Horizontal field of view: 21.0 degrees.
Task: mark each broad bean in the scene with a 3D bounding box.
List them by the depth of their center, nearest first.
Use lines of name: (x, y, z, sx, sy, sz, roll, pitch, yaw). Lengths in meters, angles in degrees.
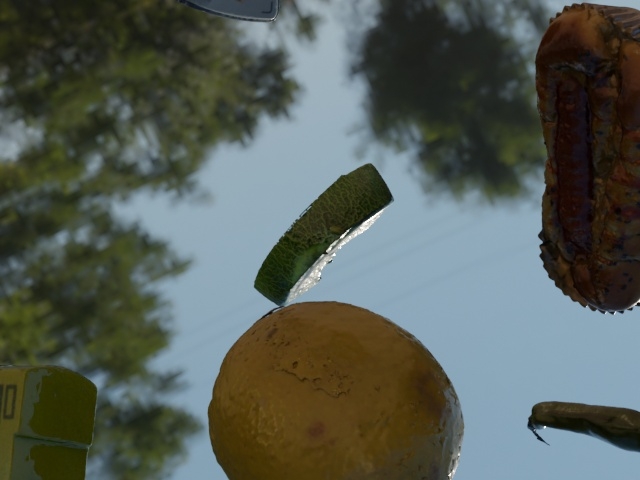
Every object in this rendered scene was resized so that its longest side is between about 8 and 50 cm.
broad bean: (0.392, 0.256, 2.348, 0.318, 0.098, 0.056, -1, -120, 56)

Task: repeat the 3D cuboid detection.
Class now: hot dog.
hot dog: (0.213, -0.055, 1.273, 0.069, 0.253, 0.131, -28, -140, -35)

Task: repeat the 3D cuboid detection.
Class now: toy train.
toy train: (-0.406, 0.248, 1.795, 0.369, 0.237, 0.150, -3, 166, 35)

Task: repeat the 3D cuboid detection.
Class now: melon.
melon: (0.000, 0.000, 2.189, 0.209, 0.064, 0.118, -50, 168, 25)

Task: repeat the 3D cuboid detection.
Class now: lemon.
lemon: (0.021, 0.201, 1.856, 0.258, 0.258, 0.310, -33, -126, -29)

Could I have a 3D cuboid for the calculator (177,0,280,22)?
calculator: (-0.094, -0.303, 1.618, 0.177, 0.040, 0.268, -58, 148, 9)
